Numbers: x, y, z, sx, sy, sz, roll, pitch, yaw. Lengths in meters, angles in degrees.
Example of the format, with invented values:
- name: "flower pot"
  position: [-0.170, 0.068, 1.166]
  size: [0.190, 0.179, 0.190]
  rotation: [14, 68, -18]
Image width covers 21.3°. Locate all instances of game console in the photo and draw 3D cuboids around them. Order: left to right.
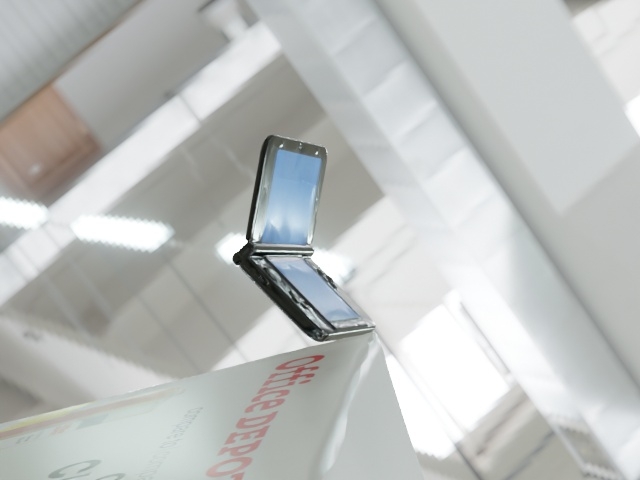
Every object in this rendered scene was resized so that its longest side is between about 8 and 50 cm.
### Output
- name: "game console"
  position: [0.000, 0.000, 1.033]
  size: [0.071, 0.107, 0.122]
  rotation: [-48, 167, 12]

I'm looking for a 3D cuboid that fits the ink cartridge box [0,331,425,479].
- name: "ink cartridge box"
  position: [-0.144, 0.179, 0.705]
  size: [0.384, 0.160, 0.279]
  rotation: [-14, -173, 8]
